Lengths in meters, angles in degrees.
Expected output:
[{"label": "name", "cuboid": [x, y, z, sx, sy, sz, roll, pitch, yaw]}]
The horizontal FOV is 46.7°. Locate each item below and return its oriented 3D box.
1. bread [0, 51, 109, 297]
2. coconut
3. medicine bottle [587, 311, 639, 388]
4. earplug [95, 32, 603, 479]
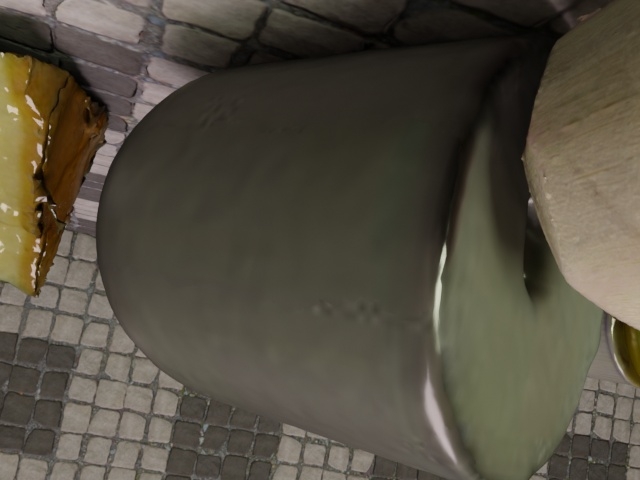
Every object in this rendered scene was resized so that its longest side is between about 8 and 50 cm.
[{"label": "bread", "cuboid": [-0.389, -0.071, 0.807, 0.248, 0.279, 0.315, 18, -178, -3]}, {"label": "coconut", "cuboid": [0.218, -0.051, 0.401, 0.224, 0.224, 0.234, 12, 172, -8]}, {"label": "medicine bottle", "cuboid": [0.492, 0.101, 0.932, 0.224, 0.224, 0.384, 17, 169, -33]}, {"label": "earplug", "cuboid": [0.000, 0.000, 0.617, 0.394, 0.312, 0.313, 6, 170, 35]}]
